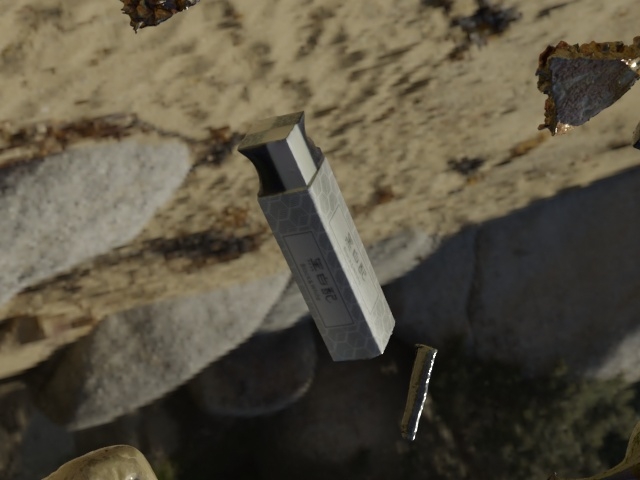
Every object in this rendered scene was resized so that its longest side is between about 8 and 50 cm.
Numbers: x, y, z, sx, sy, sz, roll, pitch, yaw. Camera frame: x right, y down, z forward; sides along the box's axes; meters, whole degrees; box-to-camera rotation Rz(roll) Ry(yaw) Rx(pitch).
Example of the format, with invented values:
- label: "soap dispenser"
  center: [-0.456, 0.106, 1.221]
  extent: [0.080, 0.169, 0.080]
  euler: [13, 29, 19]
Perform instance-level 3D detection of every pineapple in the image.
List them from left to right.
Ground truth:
- label: "pineapple"
  center: [-0.190, -0.348, 1.434]
  extent: [0.161, 0.137, 0.176]
  euler: [-21, -159, 30]

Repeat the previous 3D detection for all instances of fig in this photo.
- label: "fig"
  center: [0.402, 0.275, 1.515]
  extent: [0.236, 0.124, 0.124]
  euler: [-19, 175, 5]

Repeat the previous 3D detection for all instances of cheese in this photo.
- label: "cheese"
  center: [-0.343, 0.382, 1.718]
  extent: [0.218, 0.117, 0.235]
  euler: [-30, 167, 9]

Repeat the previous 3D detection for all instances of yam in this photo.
- label: "yam"
  center: [0.129, 0.206, 1.630]
  extent: [0.033, 0.129, 0.027]
  euler: [15, -179, 4]

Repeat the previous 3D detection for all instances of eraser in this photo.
- label: "eraser"
  center: [0.000, 0.000, 1.850]
  extent: [0.096, 0.404, 0.098]
  euler: [-9, -150, 27]

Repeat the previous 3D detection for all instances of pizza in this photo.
- label: "pizza"
  center: [0.342, -0.227, 1.609]
  extent: [0.188, 0.062, 0.199]
  euler: [-40, 149, 21]

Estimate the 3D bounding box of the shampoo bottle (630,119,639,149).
- label: "shampoo bottle"
  center: [0.580, -0.107, 1.709]
  extent: [0.278, 0.104, 0.104]
  euler: [24, 174, 1]
